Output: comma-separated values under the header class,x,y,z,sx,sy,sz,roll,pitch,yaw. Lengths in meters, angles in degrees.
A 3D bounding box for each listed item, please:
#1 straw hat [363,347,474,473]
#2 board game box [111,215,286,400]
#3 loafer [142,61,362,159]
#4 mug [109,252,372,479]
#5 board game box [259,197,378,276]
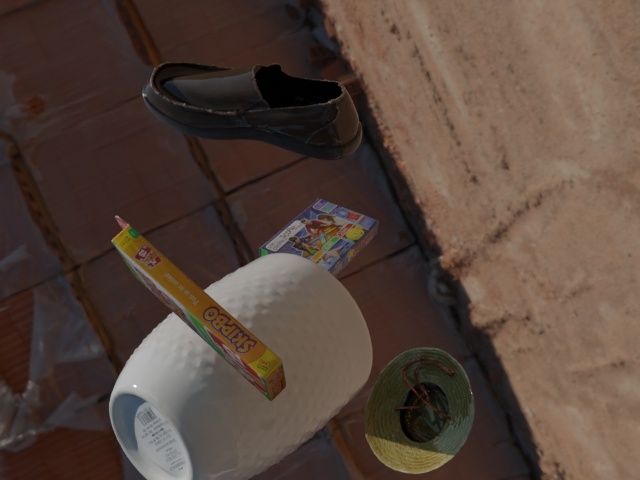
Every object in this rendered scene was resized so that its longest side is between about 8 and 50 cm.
class,x,y,z,sx,sy,sz,roll,pitch,yaw
straw hat,0.125,0.201,0.807,0.061,0.144,0.144,42,-168,-46
board game box,-0.145,0.079,0.814,0.259,0.039,0.124,42,162,16
loafer,-0.108,-0.238,1.121,0.130,0.366,0.133,93,-170,-50
mug,-0.158,0.216,1.064,0.374,0.328,0.276,-20,98,44
board game box,0.000,0.000,1.295,0.136,0.201,0.035,23,131,24
